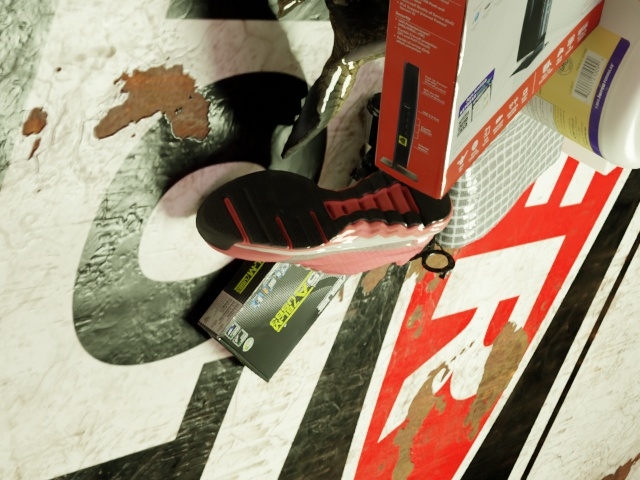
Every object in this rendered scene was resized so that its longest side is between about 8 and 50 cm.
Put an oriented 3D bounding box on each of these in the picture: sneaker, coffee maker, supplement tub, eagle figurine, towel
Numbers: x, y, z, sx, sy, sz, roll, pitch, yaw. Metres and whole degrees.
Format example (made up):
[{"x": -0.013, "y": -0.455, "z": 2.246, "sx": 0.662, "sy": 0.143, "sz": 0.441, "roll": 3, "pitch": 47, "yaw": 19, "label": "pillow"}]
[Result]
[{"x": 0.001, "y": 0.000, "z": 1.834, "sx": 0.314, "sy": 0.116, "sz": 0.136, "roll": -3, "pitch": 142, "yaw": -24, "label": "sneaker"}, {"x": 0.118, "y": -0.075, "z": 1.960, "sx": 0.120, "sy": 0.171, "sz": 0.178, "roll": -52, "pitch": 161, "yaw": -53, "label": "coffee maker"}, {"x": 0.297, "y": -0.258, "z": 1.883, "sx": 0.241, "sy": 0.331, "sz": 0.241, "roll": -38, "pitch": 147, "yaw": -31, "label": "supplement tub"}, {"x": 0.047, "y": -0.213, "z": 1.696, "sx": 0.298, "sy": 0.226, "sz": 0.225, "roll": 71, "pitch": 37, "yaw": -50, "label": "eagle figurine"}, {"x": 0.244, "y": -0.148, "z": 2.139, "sx": 0.283, "sy": 0.121, "sz": 0.235, "roll": -39, "pitch": 148, "yaw": -30, "label": "towel"}]

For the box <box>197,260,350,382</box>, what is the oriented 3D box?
[{"x": -0.052, "y": 0.070, "z": 1.979, "sx": 0.191, "sy": 0.045, "sz": 0.184, "roll": -52, "pitch": 149, "yaw": -8, "label": "box"}]

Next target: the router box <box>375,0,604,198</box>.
[{"x": 0.185, "y": -0.252, "z": 1.548, "sx": 0.335, "sy": 0.082, "sz": 0.301, "roll": -46, "pitch": 155, "yaw": -33, "label": "router box"}]

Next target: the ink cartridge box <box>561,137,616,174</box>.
[{"x": 0.462, "y": -0.265, "z": 2.367, "sx": 0.198, "sy": 0.115, "sz": 0.273, "roll": -35, "pitch": 145, "yaw": -35, "label": "ink cartridge box"}]
